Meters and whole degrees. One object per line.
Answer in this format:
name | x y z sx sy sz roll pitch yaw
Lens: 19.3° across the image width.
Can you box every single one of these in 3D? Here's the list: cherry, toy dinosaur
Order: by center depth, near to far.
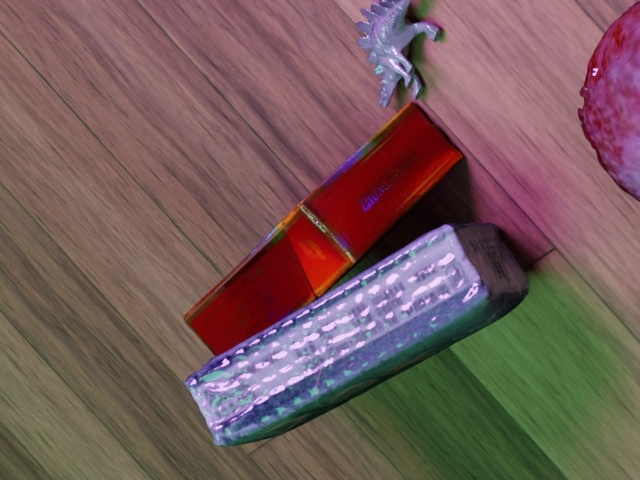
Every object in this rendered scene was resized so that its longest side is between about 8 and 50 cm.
cherry | 0.324 -0.129 1.563 0.192 0.175 0.249 54 143 10
toy dinosaur | 0.075 -0.207 1.849 0.082 0.039 0.209 37 143 15

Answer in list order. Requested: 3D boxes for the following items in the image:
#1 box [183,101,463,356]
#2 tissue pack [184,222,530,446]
box | -0.001 0.001 1.988 0.089 0.197 0.313 47 145 1
tissue pack | 0.043 0.095 1.888 0.316 0.228 0.103 -30 84 14
